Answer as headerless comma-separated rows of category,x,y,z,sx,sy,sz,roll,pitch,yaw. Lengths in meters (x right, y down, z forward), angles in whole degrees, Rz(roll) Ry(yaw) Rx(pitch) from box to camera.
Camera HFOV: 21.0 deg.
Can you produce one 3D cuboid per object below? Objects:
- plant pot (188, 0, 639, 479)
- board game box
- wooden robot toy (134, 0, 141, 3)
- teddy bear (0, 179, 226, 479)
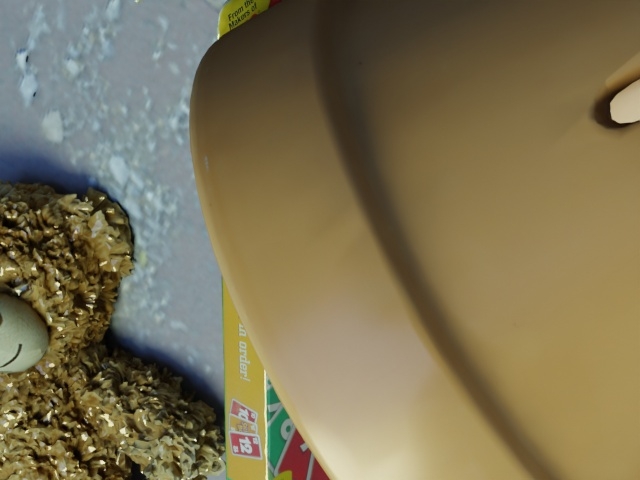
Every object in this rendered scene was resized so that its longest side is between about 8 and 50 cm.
plant pot,0.118,-0.011,0.683,0.203,0.291,0.291,-31,87,22
board game box,0.000,0.000,0.849,0.039,0.124,0.259,12,114,35
wooden robot toy,-0.139,-0.203,0.923,0.173,0.079,0.076,41,94,-10
teddy bear,-0.176,0.137,1.039,0.245,0.113,0.338,23,119,25
